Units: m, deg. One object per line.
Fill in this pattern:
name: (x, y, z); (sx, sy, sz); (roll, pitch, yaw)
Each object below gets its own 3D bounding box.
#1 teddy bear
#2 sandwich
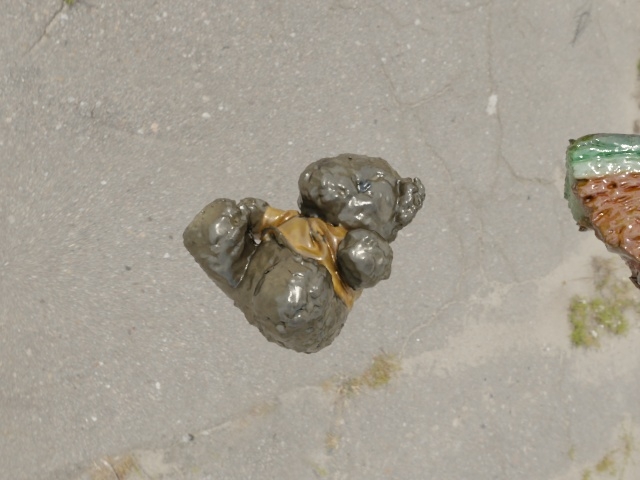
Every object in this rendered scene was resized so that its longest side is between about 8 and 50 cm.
teddy bear: (0.000, 0.000, 0.457); (0.190, 0.177, 0.140); (-49, 134, -16)
sandwich: (0.311, -0.010, 0.482); (0.109, 0.184, 0.160); (67, 40, -60)
